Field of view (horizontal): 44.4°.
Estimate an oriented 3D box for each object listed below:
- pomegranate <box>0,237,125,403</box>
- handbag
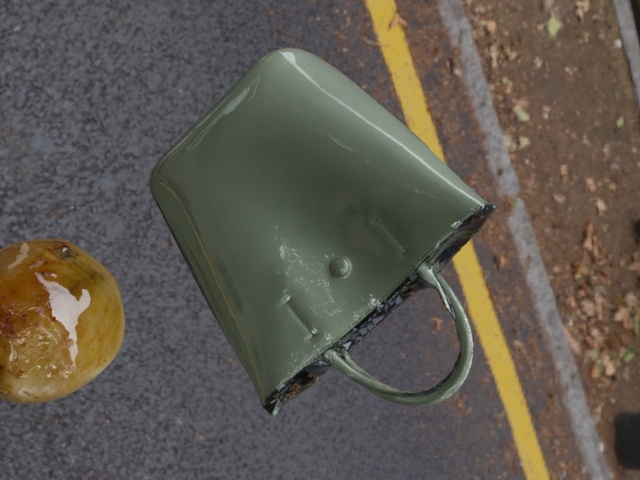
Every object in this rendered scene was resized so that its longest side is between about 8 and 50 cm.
[{"bbox_3d":[-0.393,0.117,1.110,0.248,0.248,0.248,6,81,-45],"label":"pomegranate"},{"bbox_3d":[0.000,0.000,0.637,0.315,0.241,0.109,53,13,33],"label":"handbag"}]
